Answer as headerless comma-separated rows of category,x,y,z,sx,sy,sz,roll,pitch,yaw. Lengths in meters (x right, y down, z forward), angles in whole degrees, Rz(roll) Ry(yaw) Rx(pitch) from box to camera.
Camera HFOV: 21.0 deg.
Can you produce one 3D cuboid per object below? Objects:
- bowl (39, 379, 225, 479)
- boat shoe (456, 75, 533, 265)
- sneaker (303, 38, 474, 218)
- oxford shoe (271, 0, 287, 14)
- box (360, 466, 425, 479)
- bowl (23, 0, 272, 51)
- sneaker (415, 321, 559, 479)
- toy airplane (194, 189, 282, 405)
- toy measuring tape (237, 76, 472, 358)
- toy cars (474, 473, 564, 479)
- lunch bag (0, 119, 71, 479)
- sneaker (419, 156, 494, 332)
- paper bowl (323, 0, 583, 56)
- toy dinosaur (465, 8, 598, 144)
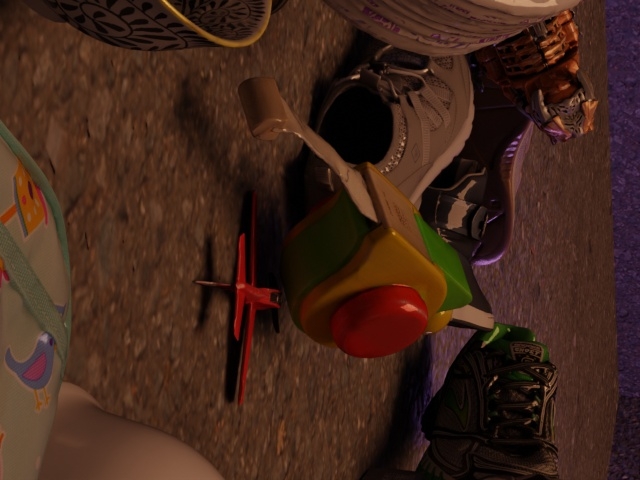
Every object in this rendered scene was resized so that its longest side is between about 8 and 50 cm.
bowl,-0.091,0.221,0.846,0.298,0.134,0.298,3,90,-74
boat shoe,0.171,-0.123,1.797,0.098,0.109,0.302,-72,166,-57
sneaker,0.057,-0.101,1.367,0.281,0.105,0.115,-71,159,-43
oxford shoe,-0.071,-0.221,0.936,0.096,0.083,0.227,-55,134,-58
box,0.040,0.320,1.495,0.231,0.056,0.183,-38,129,-70
bowl,-0.102,-0.149,0.780,0.170,0.080,0.170,47,29,-37
sneaker,0.167,0.171,1.675,0.343,0.134,0.146,-98,-154,-73
toy airplane,-0.048,0.034,1.160,0.151,0.028,0.151,2,90,-75
toy measuring tape,0.000,0.000,1.177,0.330,0.121,0.121,40,53,-53
toy cars,0.006,0.288,1.029,0.393,0.176,0.087,-57,-160,-7
lunch bag,-0.172,0.019,0.547,0.279,0.108,0.224,70,28,-55
sneaker,0.130,0.004,1.696,0.226,0.086,0.163,29,68,-72
paper bowl,0.063,-0.260,1.130,0.284,0.148,0.284,13,69,-35
toy dinosaur,0.150,-0.236,1.491,0.218,0.164,0.322,101,-17,-89
